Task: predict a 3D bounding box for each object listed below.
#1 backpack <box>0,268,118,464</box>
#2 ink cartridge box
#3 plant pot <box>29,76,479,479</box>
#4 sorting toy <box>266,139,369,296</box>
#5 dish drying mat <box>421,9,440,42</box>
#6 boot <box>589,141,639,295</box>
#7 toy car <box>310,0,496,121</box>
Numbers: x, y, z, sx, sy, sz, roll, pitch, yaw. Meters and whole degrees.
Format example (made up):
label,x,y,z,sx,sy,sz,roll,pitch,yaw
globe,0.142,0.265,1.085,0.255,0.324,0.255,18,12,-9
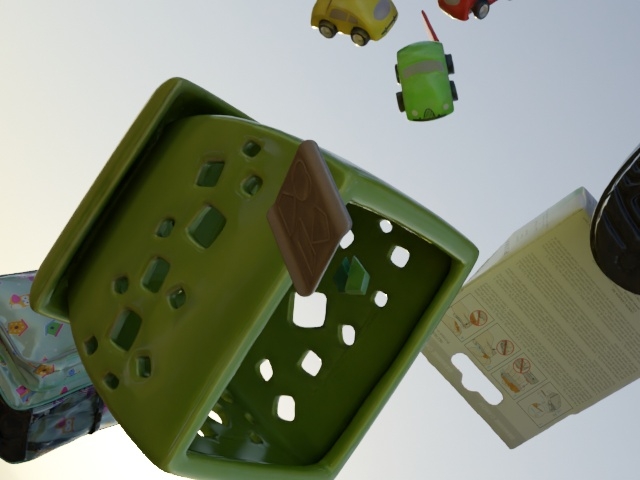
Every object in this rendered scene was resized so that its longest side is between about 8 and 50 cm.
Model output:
label,x,y,z,sx,sy,sz,roll,pitch,yaw
backpack,-0.249,0.109,1.172,0.166,0.188,0.144,44,-54,37
ink cartridge box,0.222,0.081,1.167,0.181,0.225,0.056,47,27,-12
plant pot,-0.056,0.025,0.858,0.207,0.228,0.227,37,5,32
sorting toy,0.000,0.000,0.588,0.062,0.012,0.083,-58,-134,47
dish drying mat,0.135,-0.246,1.434,0.083,0.008,0.032,-101,172,-54
boot,0.368,-0.102,1.107,0.131,0.348,0.260,43,5,-5
toy car,0.104,-0.216,1.241,0.053,0.239,0.225,70,13,-48
